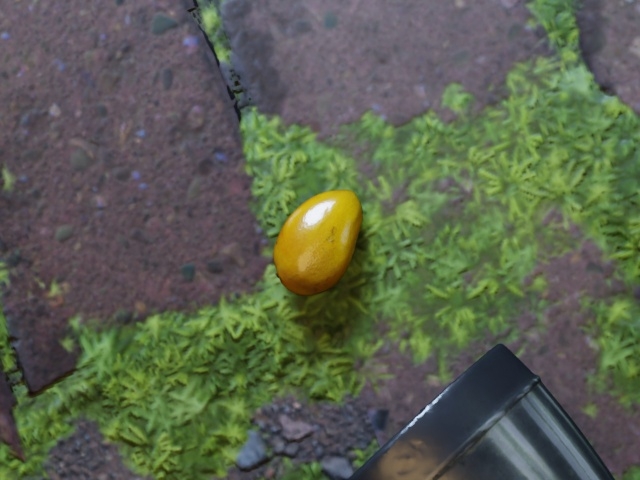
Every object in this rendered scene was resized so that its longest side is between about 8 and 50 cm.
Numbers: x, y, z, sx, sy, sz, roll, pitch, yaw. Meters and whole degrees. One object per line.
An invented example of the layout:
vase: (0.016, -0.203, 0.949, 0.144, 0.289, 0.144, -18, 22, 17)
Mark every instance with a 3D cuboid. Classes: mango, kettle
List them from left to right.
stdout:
mango: (0.000, 0.000, 1.433, 0.060, 0.046, 0.089, 36, 86, 2)
kettle: (0.132, 0.248, 1.325, 0.271, 0.207, 0.251, 46, 55, 7)
